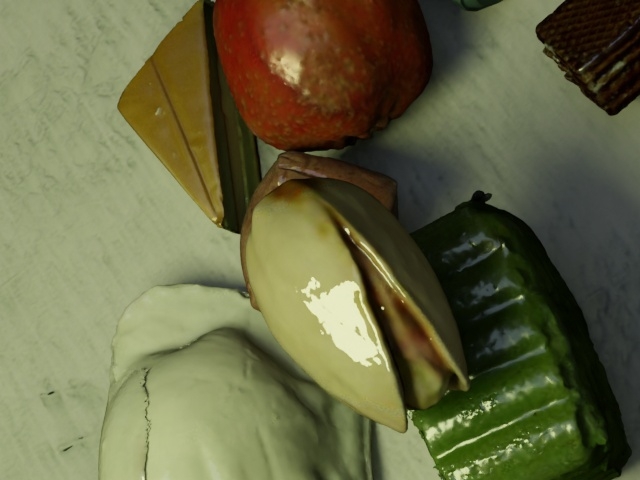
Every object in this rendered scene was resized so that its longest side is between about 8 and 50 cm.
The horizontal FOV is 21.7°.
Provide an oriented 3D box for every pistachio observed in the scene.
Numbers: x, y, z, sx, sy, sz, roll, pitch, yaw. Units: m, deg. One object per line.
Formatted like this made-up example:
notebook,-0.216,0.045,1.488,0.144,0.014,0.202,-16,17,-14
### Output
pistachio,0.026,0.044,1.286,0.144,0.144,0.215,-42,71,7

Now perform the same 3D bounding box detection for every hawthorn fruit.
hawthorn fruit,-0.012,-0.209,1.567,0.205,0.205,0.253,-28,88,12

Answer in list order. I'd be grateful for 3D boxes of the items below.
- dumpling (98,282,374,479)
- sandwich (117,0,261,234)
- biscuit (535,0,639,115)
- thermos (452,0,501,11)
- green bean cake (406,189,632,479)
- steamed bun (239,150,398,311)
dumpling,-0.074,0.207,1.535,0.260,0.181,0.341,-1,35,-9
sandwich,-0.087,-0.114,1.625,0.144,0.117,0.187,-46,70,9
biscuit,0.372,-0.273,1.505,0.388,0.073,0.107,-41,34,8
thermos,0.083,-0.344,1.608,0.286,0.145,0.182,43,125,22
green bean cake,0.157,0.108,1.435,0.156,0.250,0.247,-27,72,13
steamed bun,0.000,0.000,1.557,0.144,0.106,0.175,18,126,7
